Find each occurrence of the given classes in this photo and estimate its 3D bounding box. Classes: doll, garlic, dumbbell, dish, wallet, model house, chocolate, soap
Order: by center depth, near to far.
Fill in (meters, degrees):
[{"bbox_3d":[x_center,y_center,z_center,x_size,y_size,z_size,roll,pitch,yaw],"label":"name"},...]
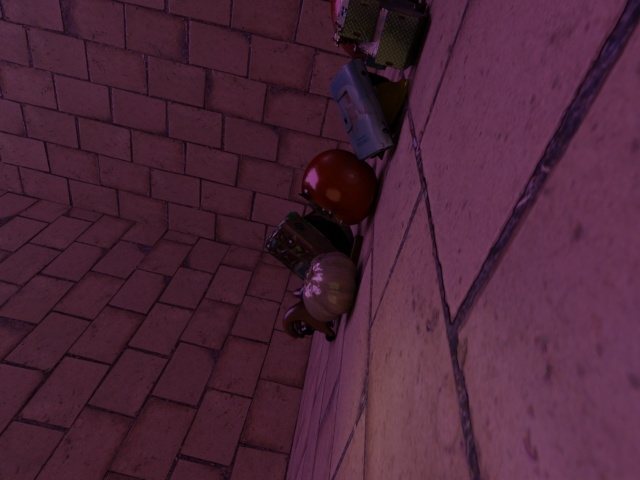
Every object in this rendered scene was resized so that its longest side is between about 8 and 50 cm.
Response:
[{"bbox_3d":[0.187,-0.550,1.139,0.206,0.271,0.178,53,141,40],"label":"model house"},{"bbox_3d":[0.117,-0.358,1.189,0.250,0.075,0.176,68,163,-4],"label":"wallet"},{"bbox_3d":[0.178,-0.408,1.259,0.208,0.080,0.149,124,155,-50],"label":"dish"},{"bbox_3d":[0.024,0.136,1.301,0.228,0.152,0.228,-168,90,-75],"label":"garlic"},{"bbox_3d":[-0.054,0.048,1.471,0.218,0.273,0.098,-45,7,36],"label":"soap"},{"bbox_3d":[0.000,0.000,1.634,0.186,0.283,0.283,-66,-8,-50],"label":"chocolate"},{"bbox_3d":[-0.007,0.268,1.670,0.318,0.209,0.340,-44,8,9],"label":"doll"},{"bbox_3d":[0.203,-0.595,1.817,0.152,0.152,0.218,-77,1,-57],"label":"dumbbell"}]

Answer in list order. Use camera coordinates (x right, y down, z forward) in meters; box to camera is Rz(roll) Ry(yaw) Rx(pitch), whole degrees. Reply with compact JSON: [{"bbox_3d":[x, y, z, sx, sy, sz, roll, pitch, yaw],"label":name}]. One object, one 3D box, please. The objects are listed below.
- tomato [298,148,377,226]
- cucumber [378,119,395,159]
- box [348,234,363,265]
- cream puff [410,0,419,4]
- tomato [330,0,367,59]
[{"bbox_3d":[0.060,-0.166,1.346,0.224,0.256,0.256,-61,-1,-4],"label":"tomato"},{"bbox_3d":[0.207,-0.339,1.300,0.036,0.033,0.184,13,87,67],"label":"cucumber"},{"bbox_3d":[0.106,0.084,1.459,0.121,0.030,0.193,106,178,-81],"label":"box"},{"bbox_3d":[0.216,-0.696,1.355,0.239,0.165,0.239,21,-90,-80],"label":"cream puff"},{"bbox_3d":[0.191,-0.857,1.645,0.321,0.321,0.321,-167,90,-90],"label":"tomato"}]
